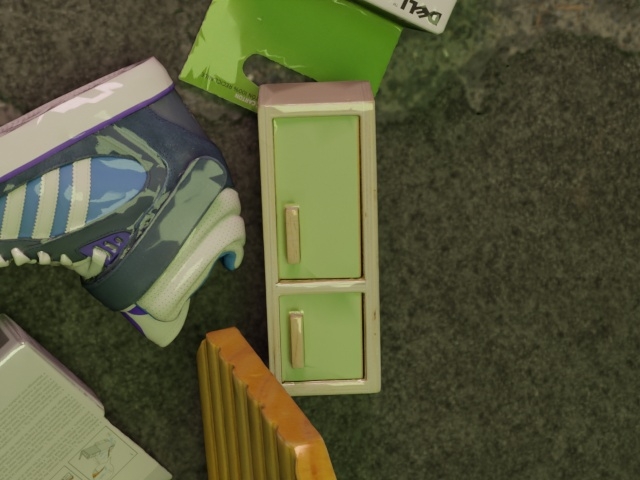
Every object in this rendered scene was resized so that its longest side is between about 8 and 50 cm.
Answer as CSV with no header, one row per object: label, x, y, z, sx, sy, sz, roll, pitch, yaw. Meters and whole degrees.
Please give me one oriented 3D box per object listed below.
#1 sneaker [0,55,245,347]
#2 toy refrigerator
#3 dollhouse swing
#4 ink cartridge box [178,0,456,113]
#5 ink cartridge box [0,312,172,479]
sneaker,-0.218,0.012,1.313,0.323,0.130,0.236,-30,104,-15
toy refrigerator,0.000,0.000,1.371,0.102,0.094,0.269,-2,109,-1
dollhouse swing,-0.131,0.297,1.257,0.315,0.347,0.305,-25,118,-11
ink cartridge box,0.015,-0.221,1.356,0.189,0.097,0.255,22,93,-20
ink cartridge box,-0.302,0.232,1.373,0.275,0.060,0.239,-44,133,-5
